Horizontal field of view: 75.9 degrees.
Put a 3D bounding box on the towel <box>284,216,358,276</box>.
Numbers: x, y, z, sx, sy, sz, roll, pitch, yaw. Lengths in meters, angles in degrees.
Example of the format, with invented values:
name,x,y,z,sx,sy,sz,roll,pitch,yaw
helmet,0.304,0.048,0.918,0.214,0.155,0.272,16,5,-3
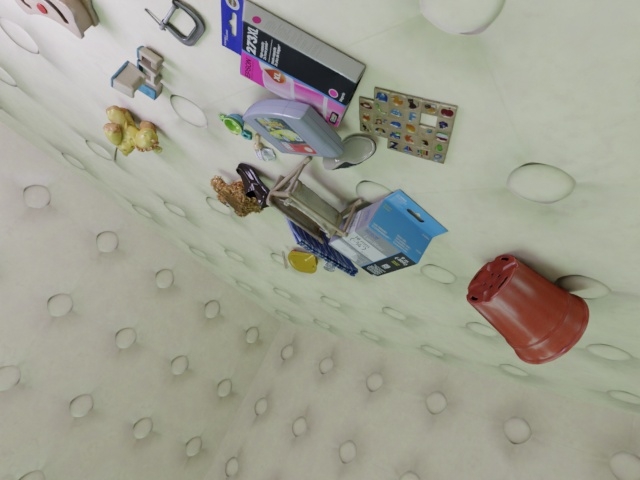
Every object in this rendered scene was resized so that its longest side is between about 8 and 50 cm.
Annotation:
name,x,y,z,sx,sy,sz,roll,pitch,yaw
towel,0.000,0.000,1.600,0.336,0.040,0.243,32,-160,-38

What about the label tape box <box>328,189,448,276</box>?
name,x,y,z,sx,sy,sz,roll,pitch,yaw
label tape box,0.221,-0.008,1.405,0.240,0.106,0.333,35,147,-21

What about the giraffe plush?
name,x,y,z,sx,sy,sz,roll,pitch,yaw
giraffe plush,-0.711,-0.407,1.587,0.170,0.211,0.181,1,-173,2

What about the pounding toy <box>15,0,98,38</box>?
name,x,y,z,sx,sy,sz,roll,pitch,yaw
pounding toy,-0.778,-0.653,1.122,0.269,0.155,0.154,34,152,-16

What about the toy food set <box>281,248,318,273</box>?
name,x,y,z,sx,sy,sz,roll,pitch,yaw
toy food set,-0.093,0.093,2.102,0.217,0.071,0.128,8,127,35

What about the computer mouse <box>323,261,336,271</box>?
name,x,y,z,sx,sy,sz,roll,pitch,yaw
computer mouse,0.057,0.094,1.960,0.105,0.042,0.193,23,152,-2

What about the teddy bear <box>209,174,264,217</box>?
name,x,y,z,sx,sy,sz,roll,pitch,yaw
teddy bear,-0.344,-0.190,1.734,0.245,0.113,0.338,33,165,5

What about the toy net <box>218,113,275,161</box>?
name,x,y,z,sx,sy,sz,roll,pitch,yaw
toy net,-0.245,-0.331,1.370,0.122,0.045,0.232,4,149,42

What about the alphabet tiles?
name,x,y,z,sx,sy,sz,roll,pitch,yaw
alphabet tiles,0.207,-0.286,1.022,0.237,0.009,0.198,20,157,17

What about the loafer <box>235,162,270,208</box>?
name,x,y,z,sx,sy,sz,roll,pitch,yaw
loafer,-0.257,-0.204,1.539,0.220,0.078,0.080,48,166,20

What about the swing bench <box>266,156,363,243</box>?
name,x,y,z,sx,sy,sz,roll,pitch,yaw
swing bench,-0.035,-0.123,1.434,0.253,0.165,0.254,35,157,-19

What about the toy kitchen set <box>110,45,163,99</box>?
name,x,y,z,sx,sy,sz,roll,pitch,yaw
toy kitchen set,-0.579,-0.486,1.247,0.122,0.166,0.207,32,157,-12

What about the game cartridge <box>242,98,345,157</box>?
name,x,y,z,sx,sy,sz,roll,pitch,yaw
game cartridge,-0.089,-0.312,1.146,0.294,0.060,0.196,18,162,48

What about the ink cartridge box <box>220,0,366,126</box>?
name,x,y,z,sx,sy,sz,roll,pitch,yaw
ink cartridge box,-0.086,-0.426,0.979,0.370,0.069,0.176,30,158,-1

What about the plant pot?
name,x,y,z,sx,sy,sz,roll,pitch,yaw
plant pot,0.632,0.199,1.302,0.265,0.272,0.272,39,156,-6

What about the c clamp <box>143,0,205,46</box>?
name,x,y,z,sx,sy,sz,roll,pitch,yaw
c clamp,-0.369,-0.560,1.046,0.160,0.022,0.137,0,145,49

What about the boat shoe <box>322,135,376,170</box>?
name,x,y,z,sx,sy,sz,roll,pitch,yaw
boat shoe,0.092,-0.250,1.182,0.064,0.075,0.206,-9,179,-40
